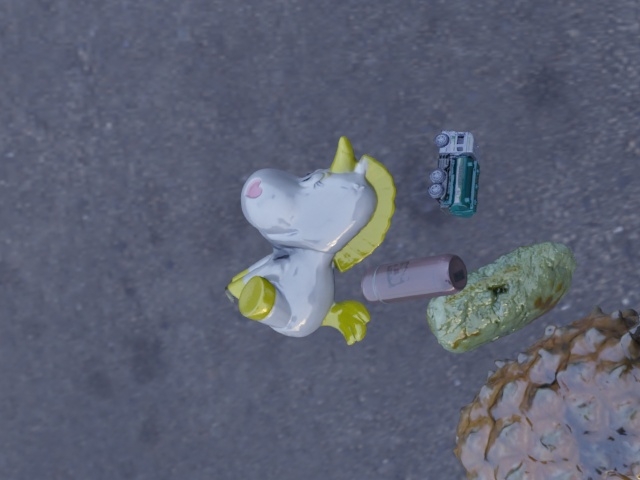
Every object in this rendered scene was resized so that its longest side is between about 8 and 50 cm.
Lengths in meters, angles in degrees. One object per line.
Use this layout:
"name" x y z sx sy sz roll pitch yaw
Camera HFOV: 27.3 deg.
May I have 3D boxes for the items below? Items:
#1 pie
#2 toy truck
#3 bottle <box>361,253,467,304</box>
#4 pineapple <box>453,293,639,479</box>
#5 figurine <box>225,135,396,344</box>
"pie" 0.280 0.091 1.998 0.090 0.248 0.201 60 172 29
"toy truck" 0.128 -0.062 1.230 0.044 0.039 0.083 -2 66 23
"bottle" 0.119 0.051 1.694 0.140 0.053 0.053 -11 92 39
"pineapple" 0.243 0.078 0.868 0.340 0.169 0.169 -48 69 28
"figurine" -0.007 -0.004 1.115 0.130 0.109 0.178 13 101 10
